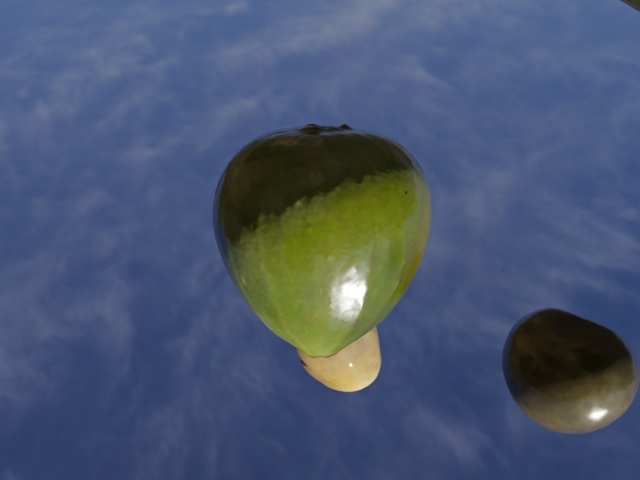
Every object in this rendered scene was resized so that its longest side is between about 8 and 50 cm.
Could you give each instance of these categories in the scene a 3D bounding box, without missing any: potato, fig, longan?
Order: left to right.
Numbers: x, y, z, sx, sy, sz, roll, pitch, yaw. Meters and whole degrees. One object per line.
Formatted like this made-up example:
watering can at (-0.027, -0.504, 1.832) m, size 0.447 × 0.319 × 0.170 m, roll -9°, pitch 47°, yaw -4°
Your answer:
fig at (0.000, 0.000, 1.016) m, size 0.317 × 0.316 × 0.316 m, roll 2°, pitch -143°, yaw -1°
potato at (0.024, 0.185, 1.388) m, size 0.146 × 0.233 × 0.150 m, roll -28°, pitch -151°, yaw -24°
longan at (0.465, 0.245, 1.402) m, size 0.246 × 0.245 × 0.215 m, roll 16°, pitch -152°, yaw 16°

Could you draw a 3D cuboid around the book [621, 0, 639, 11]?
book at (0.444, -0.368, 0.991) m, size 0.202 × 0.027 × 0.264 m, roll 22°, pitch -131°, yaw -16°
